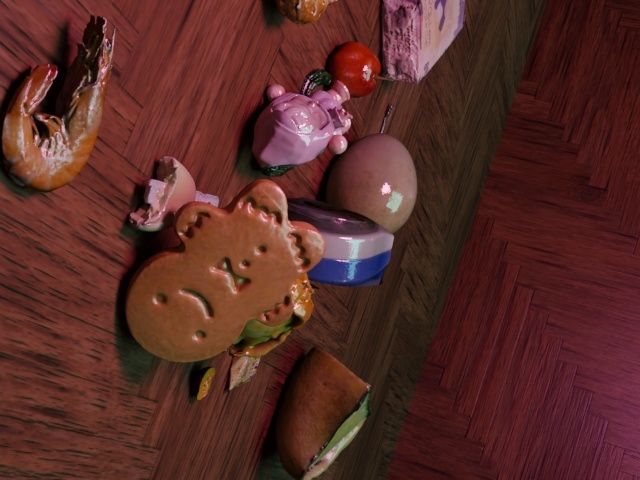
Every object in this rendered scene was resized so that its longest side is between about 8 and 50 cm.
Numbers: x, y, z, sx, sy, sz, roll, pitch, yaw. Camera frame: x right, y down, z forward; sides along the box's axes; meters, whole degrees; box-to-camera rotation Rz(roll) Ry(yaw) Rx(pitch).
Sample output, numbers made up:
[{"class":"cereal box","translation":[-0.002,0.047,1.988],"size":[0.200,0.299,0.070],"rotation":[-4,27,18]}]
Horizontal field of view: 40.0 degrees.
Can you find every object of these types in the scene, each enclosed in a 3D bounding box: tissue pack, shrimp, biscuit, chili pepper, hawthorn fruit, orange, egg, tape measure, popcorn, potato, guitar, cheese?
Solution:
[{"class":"tissue pack","translation":[0.274,-0.591,2.291],"size":[0.344,0.125,0.242],"rotation":[-54,151,-42]},{"class":"shrimp","translation":[-0.338,-0.179,1.150],"size":[0.150,0.068,0.249],"rotation":[28,83,-63]},{"class":"biscuit","translation":[-0.166,0.063,1.464],"size":[0.355,0.052,0.275],"rotation":[-37,116,2]},{"class":"chili pepper","translation":[-0.008,-0.339,1.896],"size":[0.118,0.035,0.055],"rotation":[-59,138,-43]},{"class":"hawthorn fruit","translation":[0.076,-0.378,1.967],"size":[0.125,0.140,0.125],"rotation":[-17,125,-26]},{"class":"orange","translation":[-0.028,-0.488,1.636],"size":[0.169,0.112,0.160],"rotation":[-12,130,-41]},{"class":"egg","translation":[0.130,-0.139,2.131],"size":[0.218,0.218,0.296],"rotation":[78,27,-51]},{"class":"tape measure","translation":[0.001,-0.001,1.867],"size":[0.262,0.259,0.138],"rotation":[-4,108,-63]},{"class":"popcorn","translation":[-0.133,0.099,1.637],"size":[0.190,0.250,0.250],"rotation":[-75,167,-50]},{"class":"potato","translation":[-0.029,0.449,2.233],"size":[0.280,0.212,0.330],"rotation":[-48,162,-15]},{"class":"guitar","translation":[0.165,-0.260,2.397],"size":[0.088,0.025,0.233],"rotation":[20,86,-68]},{"class":"cheese","translation":[-0.236,-0.067,1.494],"size":[0.235,0.049,0.127],"rotation":[18,87,-68]}]

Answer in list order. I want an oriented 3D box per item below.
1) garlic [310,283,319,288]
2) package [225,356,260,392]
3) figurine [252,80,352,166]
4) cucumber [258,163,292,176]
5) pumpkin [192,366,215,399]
[{"class":"garlic","translation":[-0.111,0.109,1.861],"size":[0.115,0.128,0.206],"rotation":[58,26,-1]},{"class":"package","translation":[-0.166,0.273,1.943],"size":[0.108,0.031,0.121],"rotation":[-7,117,-67]},{"class":"figurine","translation":[-0.028,-0.228,1.736],"size":[0.276,0.200,0.133],"rotation":[-32,160,-50]},{"class":"cucumber","translation":[-0.055,-0.195,1.837],"size":[0.265,0.077,0.077],"rotation":[-48,147,-46]},{"class":"pumpkin","translation":[-0.240,0.283,1.767],"size":[0.050,0.028,0.083],"rotation":[-34,144,-57]}]
